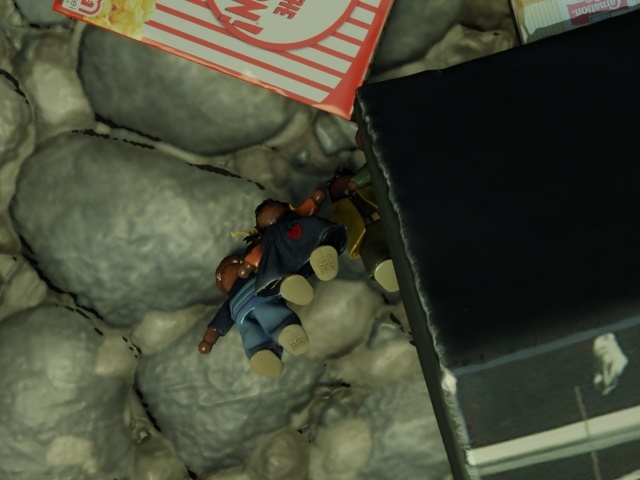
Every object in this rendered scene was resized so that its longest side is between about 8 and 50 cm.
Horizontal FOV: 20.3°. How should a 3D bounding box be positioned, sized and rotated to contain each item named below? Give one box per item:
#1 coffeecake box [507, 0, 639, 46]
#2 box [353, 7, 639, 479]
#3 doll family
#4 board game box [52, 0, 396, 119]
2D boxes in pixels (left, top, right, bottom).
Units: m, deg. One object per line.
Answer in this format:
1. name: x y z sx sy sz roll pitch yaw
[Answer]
1. coffeecake box: 0.174 -0.146 0.986 0.142 0.185 0.068 -15 95 7
2. box: 0.310 0.117 0.856 0.472 0.297 0.480 -16 117 3
3. doll family: 0.000 0.000 1.063 0.193 0.111 0.076 -32 126 -3
4. board game box: -0.045 -0.174 1.076 0.193 0.045 0.147 20 98 3
